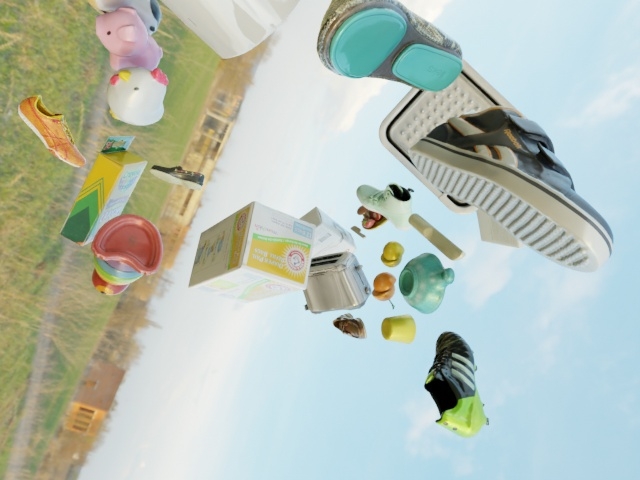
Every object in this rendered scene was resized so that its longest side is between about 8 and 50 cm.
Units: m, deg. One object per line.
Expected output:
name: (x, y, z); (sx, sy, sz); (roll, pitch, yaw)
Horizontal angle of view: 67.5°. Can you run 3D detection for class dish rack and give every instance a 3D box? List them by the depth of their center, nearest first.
dish rack: (0.347, -0.265, 1.226); (0.285, 0.333, 0.072); (-47, -179, 13)

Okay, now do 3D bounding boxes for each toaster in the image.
toaster: (0.031, 0.125, 1.415); (0.226, 0.147, 0.129); (-11, -163, 30)

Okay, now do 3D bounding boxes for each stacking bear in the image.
stacking bear: (-0.571, 0.063, 1.364); (0.289, 0.175, 0.164); (-41, -147, 45)

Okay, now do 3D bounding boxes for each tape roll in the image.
tape roll: (-0.152, -0.464, 0.807); (0.246, 0.169, 0.246); (-22, -129, 30)

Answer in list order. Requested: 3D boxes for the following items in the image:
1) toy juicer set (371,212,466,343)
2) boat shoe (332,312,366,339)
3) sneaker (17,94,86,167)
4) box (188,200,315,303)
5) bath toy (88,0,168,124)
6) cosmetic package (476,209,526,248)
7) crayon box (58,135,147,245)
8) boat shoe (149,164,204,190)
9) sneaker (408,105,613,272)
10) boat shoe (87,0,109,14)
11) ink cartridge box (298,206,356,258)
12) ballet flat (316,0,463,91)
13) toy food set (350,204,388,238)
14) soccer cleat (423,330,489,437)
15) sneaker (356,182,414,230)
toy juicer set: (0.217, 0.065, 1.068); (0.209, 0.089, 0.329); (-106, -150, -41)
boat shoe: (0.087, 0.263, 1.439); (0.178, 0.060, 0.064); (-171, -110, -72)
sneaker: (-0.576, -0.235, 1.049); (0.067, 0.175, 0.064); (-32, -149, 3)
box: (-0.112, 0.028, 0.756); (0.203, 0.114, 0.103); (-21, -125, 53)
bath toy: (-0.348, -0.384, 0.878); (0.129, 0.151, 0.348); (-25, -110, 40)
cosmetic package: (0.595, -0.077, 1.465); (0.183, 0.151, 0.152); (-160, -126, -70)
crayon box: (-0.625, -0.154, 1.417); (0.319, 0.081, 0.202); (-58, -173, 12)
boat shoe: (-0.357, -0.164, 1.199); (0.049, 0.133, 0.042); (137, -33, -71)
sneaker: (0.251, -0.090, 0.612); (0.127, 0.126, 0.321); (-40, -138, -1)
boat shoe: (-0.540, -0.613, 1.099); (0.073, 0.207, 0.073); (-29, -130, 12)
ink cartridge box: (0.000, 0.000, 1.673); (0.158, 0.218, 0.092); (-35, -134, 19)
ballet flat: (0.118, -0.404, 0.942); (0.164, 0.482, 0.182); (-45, -111, 34)
toy food set: (0.197, -0.109, 1.764); (0.218, 0.071, 0.128); (-39, -150, 3)
soccer cleat: (0.176, 0.183, 0.655); (0.060, 0.072, 0.179); (-59, -167, 29)
sneaker: (0.218, -0.158, 1.608); (0.094, 0.256, 0.151); (-33, 141, -23)
